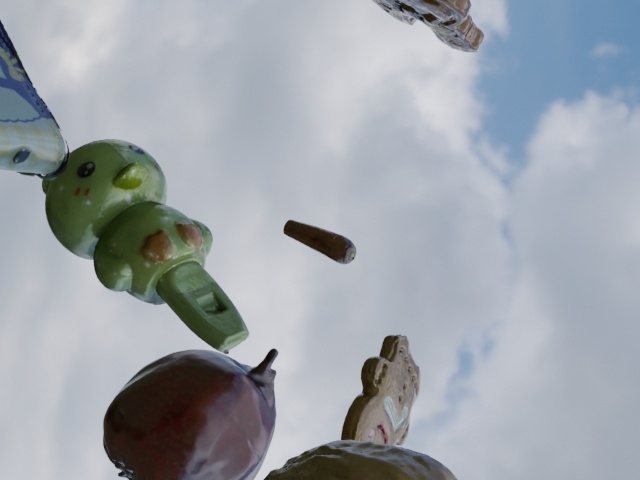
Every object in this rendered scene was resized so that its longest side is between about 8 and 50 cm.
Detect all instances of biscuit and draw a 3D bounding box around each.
[{"bbox_3d":[0.092,0.262,2.164,0.035,0.184,0.249,6,-134,29],"label":"biscuit"},{"bbox_3d":[0.115,-0.321,1.854,0.186,0.295,0.044,27,-95,23],"label":"biscuit"}]

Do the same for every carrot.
[{"bbox_3d":[0.000,0.000,1.628,0.093,0.032,0.032,24,-76,31],"label":"carrot"}]

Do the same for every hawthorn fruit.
[{"bbox_3d":[-0.143,0.224,1.780,0.248,0.208,0.208,-36,-156,-10],"label":"hawthorn fruit"}]

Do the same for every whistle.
[{"bbox_3d":[-0.177,-0.010,1.473,0.294,0.141,0.141,34,-67,33],"label":"whistle"}]

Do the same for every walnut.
[{"bbox_3d":[0.036,0.270,1.249,0.245,0.198,0.198,-10,-111,43],"label":"walnut"}]

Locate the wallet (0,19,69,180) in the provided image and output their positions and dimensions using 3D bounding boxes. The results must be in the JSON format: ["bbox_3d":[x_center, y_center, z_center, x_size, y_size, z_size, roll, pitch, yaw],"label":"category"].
[{"bbox_3d":[-0.372,-0.158,1.251,0.077,0.309,0.223,-39,-110,23],"label":"wallet"}]
